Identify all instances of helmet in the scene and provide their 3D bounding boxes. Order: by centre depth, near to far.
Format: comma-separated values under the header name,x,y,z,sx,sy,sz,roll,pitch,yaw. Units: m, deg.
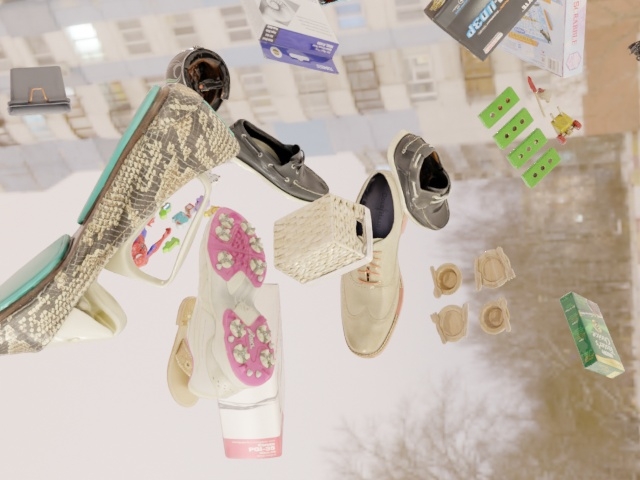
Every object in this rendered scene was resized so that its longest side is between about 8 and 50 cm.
name,x,y,z,sx,sy,sz,roll,pitch,yaw
helmet,-0.305,-0.385,2.177,0.161,0.169,0.170,162,110,-63

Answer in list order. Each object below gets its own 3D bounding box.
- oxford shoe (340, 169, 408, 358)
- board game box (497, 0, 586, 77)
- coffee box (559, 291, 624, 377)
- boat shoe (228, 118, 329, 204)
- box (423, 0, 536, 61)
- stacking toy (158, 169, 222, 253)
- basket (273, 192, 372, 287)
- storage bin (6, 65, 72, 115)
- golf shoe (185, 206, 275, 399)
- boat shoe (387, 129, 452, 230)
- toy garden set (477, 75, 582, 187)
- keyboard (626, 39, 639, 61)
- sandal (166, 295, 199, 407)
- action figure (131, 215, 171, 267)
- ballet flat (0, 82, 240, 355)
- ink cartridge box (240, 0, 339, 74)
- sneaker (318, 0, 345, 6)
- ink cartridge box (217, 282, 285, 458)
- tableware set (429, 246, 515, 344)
name,x,y,z,sx,sy,sz,roll,pitch,yaw
oxford shoe,0.098,0.044,1.832,0.146,0.140,0.397,23,-109,-72
board game box,0.535,-0.607,2.215,0.319,0.065,0.318,45,149,51
coffee box,0.611,0.213,1.994,0.113,0.040,0.184,24,-138,-36
boat shoe,-0.099,-0.208,2.283,0.340,0.113,0.127,32,-146,-17
box,0.344,-0.501,1.814,0.175,0.220,0.051,28,-158,-36
stacking toy,-0.354,-0.075,2.442,0.221,0.052,0.167,-42,-27,-30
basket,0.000,0.000,1.610,0.103,0.167,0.113,24,-127,-40
storage bin,-0.612,-0.327,1.916,0.098,0.135,0.091,154,109,-74
golf shoe,-0.151,0.090,1.302,0.115,0.140,0.306,27,-137,-36
boat shoe,0.182,-0.088,1.503,0.084,0.079,0.233,-53,-38,-20
toy garden set,0.521,-0.288,2.200,0.244,0.204,0.049,49,174,-23
keyboard,0.707,-0.375,1.718,0.033,0.201,0.317,-29,-25,-26
sandal,-0.266,0.240,1.868,0.088,0.079,0.240,4,-90,-35
action figure,-0.417,-0.039,2.127,0.091,0.139,0.280,44,-163,-33
ballet flat,-0.282,0.020,1.163,0.182,0.483,0.164,39,-171,-17
ink cartridge box,-0.065,-0.486,1.998,0.223,0.045,0.224,3,-126,-41
sneaker,0.004,-0.617,2.223,0.073,0.162,0.064,-34,-67,-53
ink cartridge box,-0.133,0.250,1.704,0.207,0.117,0.283,-89,-2,-51
tableware set,0.250,0.093,1.470,0.020,0.168,0.141,12,-113,-50
